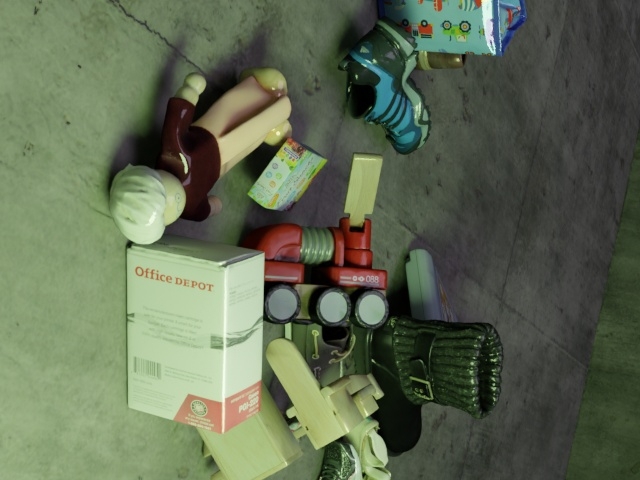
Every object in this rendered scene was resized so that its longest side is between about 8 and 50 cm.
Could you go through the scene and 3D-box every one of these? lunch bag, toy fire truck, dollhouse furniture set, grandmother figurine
[{"bbox_3d":[0.201,-0.466,1.781,0.138,0.221,0.293,-55,143,-40],"label":"lunch bag"},{"bbox_3d":[0.000,0.000,1.555,0.217,0.158,0.246,5,85,-25],"label":"toy fire truck"},{"bbox_3d":[-0.026,0.200,1.569,0.173,0.303,0.355,59,31,5],"label":"dollhouse furniture set"},{"bbox_3d":[-0.150,-0.110,1.374,0.342,0.104,0.207,-50,134,-47],"label":"grandmother figurine"}]

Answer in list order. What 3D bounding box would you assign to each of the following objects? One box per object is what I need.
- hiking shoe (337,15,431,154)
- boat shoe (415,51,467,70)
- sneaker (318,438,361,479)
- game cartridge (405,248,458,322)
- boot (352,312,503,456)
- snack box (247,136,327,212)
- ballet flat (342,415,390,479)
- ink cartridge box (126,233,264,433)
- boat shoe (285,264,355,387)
[{"bbox_3d":[0.098,-0.239,1.819,0.132,0.113,0.304,-37,145,-12],"label":"hiking shoe"},{"bbox_3d":[0.277,-0.456,2.025,0.342,0.123,0.123,-65,148,-27],"label":"boat shoe"},{"bbox_3d":[0.021,0.434,1.885,0.077,0.072,0.178,-5,97,-50],"label":"sneaker"},{"bbox_3d":[0.232,0.176,2.128,0.297,0.062,0.198,61,16,-50],"label":"game cartridge"},{"bbox_3d":[0.204,0.280,1.968,0.131,0.260,0.348,-52,140,-42],"label":"boot"},{"bbox_3d":[-0.045,-0.092,1.557,0.100,0.037,0.141,-55,169,6],"label":"snack box"},{"bbox_3d":[0.088,0.415,1.986,0.086,0.086,0.248,-48,138,-45],"label":"ballet flat"},{"bbox_3d":[-0.158,0.111,1.359,0.092,0.159,0.217,-22,118,-56],"label":"ink cartridge box"},{"bbox_3d":[0.002,0.146,1.734,0.109,0.091,0.305,-45,136,-47],"label":"boat shoe"}]
